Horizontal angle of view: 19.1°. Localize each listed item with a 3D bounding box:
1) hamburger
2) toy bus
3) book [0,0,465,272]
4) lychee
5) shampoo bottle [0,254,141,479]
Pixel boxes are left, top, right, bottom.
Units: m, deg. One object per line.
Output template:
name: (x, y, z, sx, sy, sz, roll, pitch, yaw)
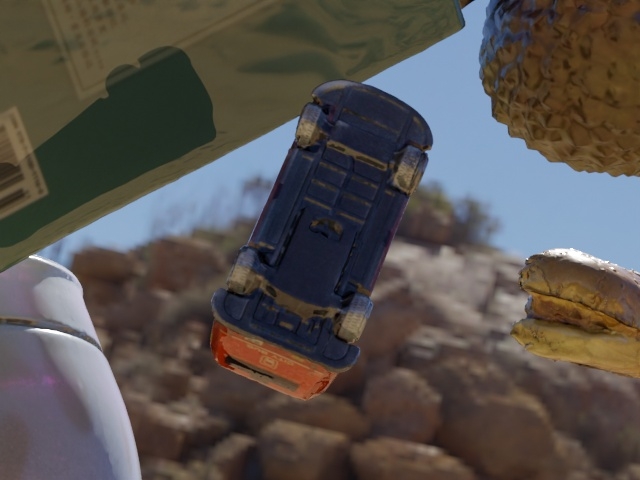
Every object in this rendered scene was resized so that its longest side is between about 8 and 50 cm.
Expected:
hamburger: (0.323, 0.083, 2.055, 0.262, 0.124, 0.131, 14, -4, -41)
toy bus: (0.000, 0.000, 1.012, 0.079, 0.174, 0.077, 23, -34, -1)
book: (-0.093, -0.166, 1.078, 0.379, 0.264, 0.031, -29, 24, -27)
lychee: (0.233, -0.174, 1.384, 0.320, 0.270, 0.270, 15, -13, 17)
shampoo bottle: (-0.255, 0.153, 1.233, 0.273, 0.266, 0.273, -10, -18, -3)
